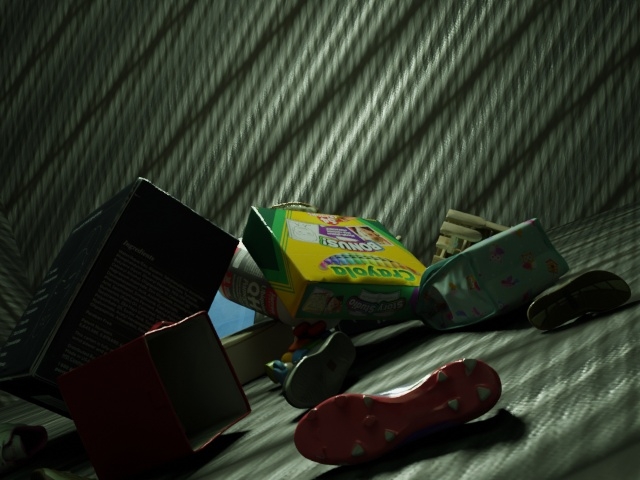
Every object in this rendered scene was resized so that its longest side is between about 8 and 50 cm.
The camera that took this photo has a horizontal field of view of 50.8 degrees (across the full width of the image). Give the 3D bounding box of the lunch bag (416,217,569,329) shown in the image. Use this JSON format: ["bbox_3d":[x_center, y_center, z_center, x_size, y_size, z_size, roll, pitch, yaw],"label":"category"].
[{"bbox_3d":[0.337,0.087,1.398,0.223,0.160,0.262,-22,-13,-26],"label":"lunch bag"}]

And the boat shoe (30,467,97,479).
[{"bbox_3d":[-0.344,0.354,0.937,0.072,0.068,0.190,-1,-2,-42],"label":"boat shoe"}]

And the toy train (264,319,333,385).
[{"bbox_3d":[-0.059,0.251,1.432,0.143,0.105,0.248,-32,5,-24],"label":"toy train"}]

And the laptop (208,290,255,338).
[{"bbox_3d":[-0.396,0.289,1.891,0.382,0.236,0.408,-19,-2,38],"label":"laptop"}]

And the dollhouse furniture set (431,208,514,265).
[{"bbox_3d":[0.360,0.041,1.609,0.161,0.212,0.242,17,31,13],"label":"dollhouse furniture set"}]

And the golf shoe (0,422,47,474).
[{"bbox_3d":[-0.712,0.453,1.416,0.140,0.115,0.306,-15,2,22],"label":"golf shoe"}]

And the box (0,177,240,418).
[{"bbox_3d":[-0.496,0.169,1.592,0.297,0.472,0.480,33,-28,-25],"label":"box"}]

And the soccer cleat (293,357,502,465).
[{"bbox_3d":[0.092,0.206,0.786,0.248,0.083,0.095,-23,-31,8],"label":"soccer cleat"}]

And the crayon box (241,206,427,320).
[{"bbox_3d":[0.047,0.052,1.523,0.363,0.106,0.313,4,27,-32],"label":"crayon box"}]

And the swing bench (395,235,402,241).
[{"bbox_3d":[0.122,0.117,2.017,0.253,0.165,0.254,-35,-18,31],"label":"swing bench"}]

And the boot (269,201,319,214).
[{"bbox_3d":[0.000,0.000,1.743,0.236,0.089,0.269,-8,-32,4],"label":"boot"}]

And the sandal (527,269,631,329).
[{"bbox_3d":[0.430,0.103,1.135,0.180,0.072,0.049,-22,-22,-3],"label":"sandal"}]

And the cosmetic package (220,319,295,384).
[{"bbox_3d":[-0.215,0.292,1.652,0.160,0.113,0.309,-18,0,41],"label":"cosmetic package"}]

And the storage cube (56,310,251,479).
[{"bbox_3d":[-0.263,0.251,1.083,0.193,0.215,0.183,-26,-3,23],"label":"storage cube"}]

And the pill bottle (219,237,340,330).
[{"bbox_3d":[-0.092,0.112,1.678,0.318,0.176,0.176,17,21,34],"label":"pill bottle"}]

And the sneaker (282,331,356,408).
[{"bbox_3d":[-0.023,0.251,1.190,0.118,0.083,0.222,-40,-5,29],"label":"sneaker"}]

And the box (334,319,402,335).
[{"bbox_3d":[0.127,0.161,1.828,0.207,0.153,0.108,-18,-1,27],"label":"box"}]
